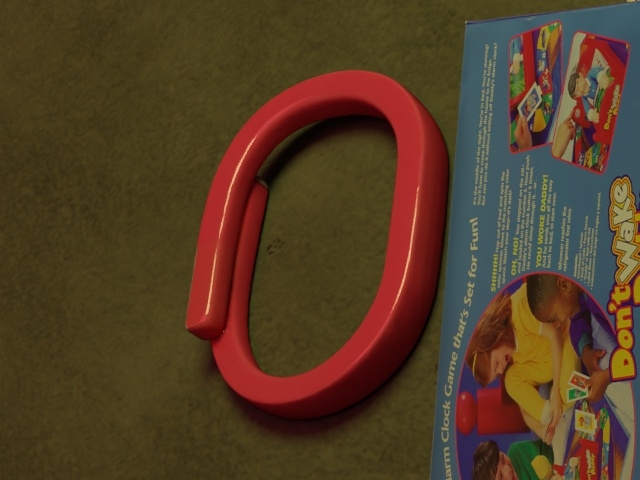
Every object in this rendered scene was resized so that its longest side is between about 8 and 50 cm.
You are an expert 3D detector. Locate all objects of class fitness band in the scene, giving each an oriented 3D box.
[{"bbox_3d":[0.000,0.000,1.286,0.209,0.054,0.291,-9,59,31],"label":"fitness band"}]

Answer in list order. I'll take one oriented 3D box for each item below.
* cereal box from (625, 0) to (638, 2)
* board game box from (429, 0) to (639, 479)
[{"bbox_3d":[0.280,-0.052,1.010,0.047,0.173,0.240,-34,48,15],"label":"cereal box"},{"bbox_3d":[0.163,0.039,0.961,0.233,0.078,0.347,8,93,63],"label":"board game box"}]
